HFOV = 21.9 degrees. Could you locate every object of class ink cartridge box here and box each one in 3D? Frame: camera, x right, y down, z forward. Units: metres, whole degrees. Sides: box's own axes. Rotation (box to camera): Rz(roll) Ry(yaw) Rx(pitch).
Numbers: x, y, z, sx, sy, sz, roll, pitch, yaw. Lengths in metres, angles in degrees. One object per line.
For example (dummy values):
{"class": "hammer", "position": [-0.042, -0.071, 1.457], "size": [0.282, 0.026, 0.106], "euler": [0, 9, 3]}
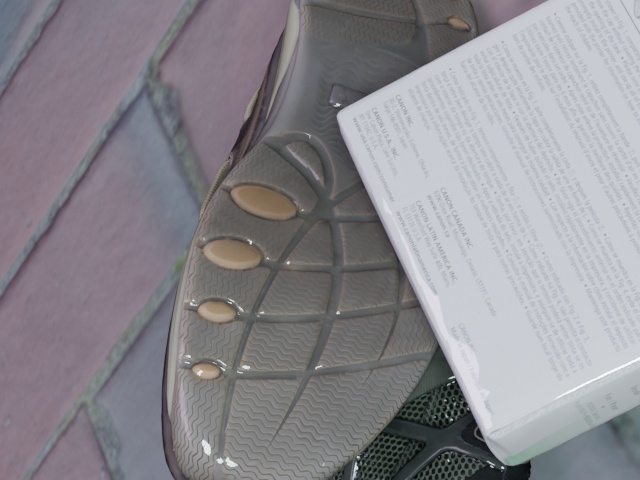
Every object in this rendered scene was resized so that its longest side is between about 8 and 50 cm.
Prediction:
{"class": "ink cartridge box", "position": [0.141, -0.029, 0.741], "size": [0.225, 0.056, 0.181], "euler": [-27, 63, 6]}

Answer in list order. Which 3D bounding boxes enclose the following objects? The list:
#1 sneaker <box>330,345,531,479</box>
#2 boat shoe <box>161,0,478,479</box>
{"class": "sneaker", "position": [0.021, 0.149, 0.848], "size": [0.227, 0.087, 0.130], "euler": [-33, 47, 35]}
{"class": "boat shoe", "position": [0.000, 0.000, 0.863], "size": [0.130, 0.132, 0.355], "euler": [120, 173, -50]}
